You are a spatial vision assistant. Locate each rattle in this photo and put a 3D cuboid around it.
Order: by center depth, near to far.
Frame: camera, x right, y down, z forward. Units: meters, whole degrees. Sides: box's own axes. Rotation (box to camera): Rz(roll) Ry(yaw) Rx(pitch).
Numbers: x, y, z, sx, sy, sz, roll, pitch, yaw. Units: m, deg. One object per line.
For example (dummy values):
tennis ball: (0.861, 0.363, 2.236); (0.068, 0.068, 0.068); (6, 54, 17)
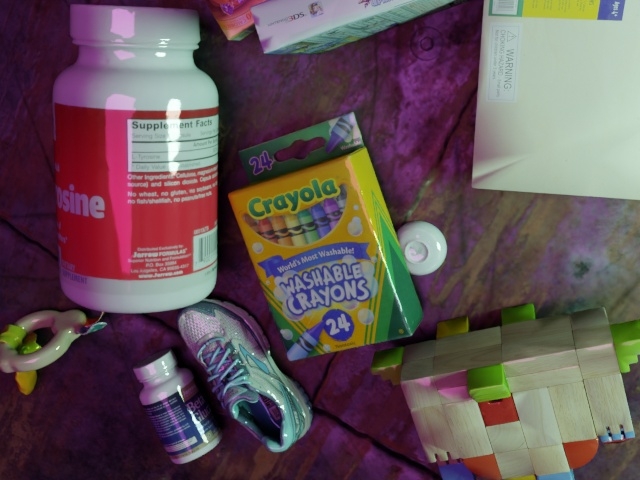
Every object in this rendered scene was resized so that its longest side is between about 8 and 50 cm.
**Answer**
rattle: (-0.425, 0.186, 1.344); (0.199, 0.130, 0.143); (-19, 111, -10)

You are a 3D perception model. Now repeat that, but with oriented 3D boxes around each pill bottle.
pill bottle: (-0.260, -0.121, 1.142); (0.229, 0.229, 0.408); (5, 104, 12)
pill bottle: (-0.235, 0.266, 1.303); (0.094, 0.094, 0.169); (-23, 98, 17)

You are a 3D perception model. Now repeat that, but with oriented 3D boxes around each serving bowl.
serving bowl: (0.143, 0.014, 1.186); (0.083, 0.027, 0.083); (3, 104, 13)

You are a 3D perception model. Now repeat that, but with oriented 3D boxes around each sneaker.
sneaker: (-0.122, 0.207, 1.247); (0.110, 0.122, 0.283); (-43, 91, 18)

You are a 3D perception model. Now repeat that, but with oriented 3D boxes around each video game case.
video game case: (0.068, -0.298, 0.999); (0.244, 0.269, 0.061); (-17, 98, 16)

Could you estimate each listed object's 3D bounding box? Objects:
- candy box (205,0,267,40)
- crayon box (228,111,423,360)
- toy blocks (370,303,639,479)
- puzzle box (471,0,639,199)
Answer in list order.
candy box: (-0.076, -0.376, 1.128); (0.186, 0.053, 0.109); (-29, 96, 19)
crayon box: (0.000, 0.000, 1.176); (0.203, 0.083, 0.323); (-16, 99, 24)
toy blocks: (0.291, 0.256, 1.152); (0.381, 0.191, 0.261); (-14, 112, 17)
puzzle box: (0.338, -0.245, 1.003); (0.272, 0.052, 0.409); (6, 122, 12)
